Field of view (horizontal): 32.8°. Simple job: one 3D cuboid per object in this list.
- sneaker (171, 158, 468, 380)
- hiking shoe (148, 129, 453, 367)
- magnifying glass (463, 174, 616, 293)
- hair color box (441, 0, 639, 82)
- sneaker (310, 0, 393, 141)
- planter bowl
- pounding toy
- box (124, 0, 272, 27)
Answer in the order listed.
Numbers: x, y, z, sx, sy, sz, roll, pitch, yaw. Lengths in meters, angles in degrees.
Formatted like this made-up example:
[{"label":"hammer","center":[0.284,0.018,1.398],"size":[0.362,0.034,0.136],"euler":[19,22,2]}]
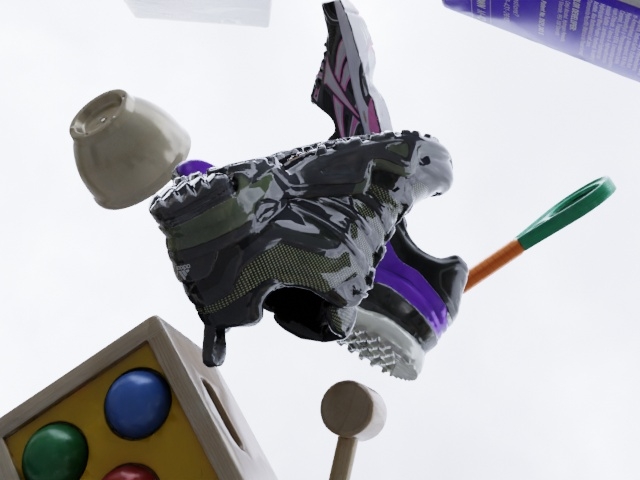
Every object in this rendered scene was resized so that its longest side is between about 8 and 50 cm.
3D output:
[{"label":"sneaker","center":[0.006,-0.008,0.984],"size":[0.293,0.102,0.146],"euler":[34,-106,16]},{"label":"hiking shoe","center":[0.000,0.000,0.648],"size":[0.086,0.227,0.114],"euler":[-3,-80,48]},{"label":"magnifying glass","center":[0.259,-0.009,1.316],"size":[0.231,0.092,0.026],"euler":[-36,-87,-6]},{"label":"hair color box","center":[0.267,-0.189,0.701],"size":[0.339,0.110,0.185],"euler":[25,-102,17]},{"label":"sneaker","center":[0.020,-0.177,1.191],"size":[0.077,0.072,0.178],"euler":[-14,-93,19]},{"label":"planter bowl","center":[-0.274,-0.136,1.482],"size":[0.162,0.162,0.109],"euler":[-12,-47,28]},{"label":"pounding toy","center":[-0.062,0.134,0.618],"size":[0.206,0.094,0.181],"euler":[-34,-118,3]},{"label":"box","center":[-0.126,-0.317,1.136],"size":[0.165,0.270,0.143],"euler":[4,-88,-4]}]
